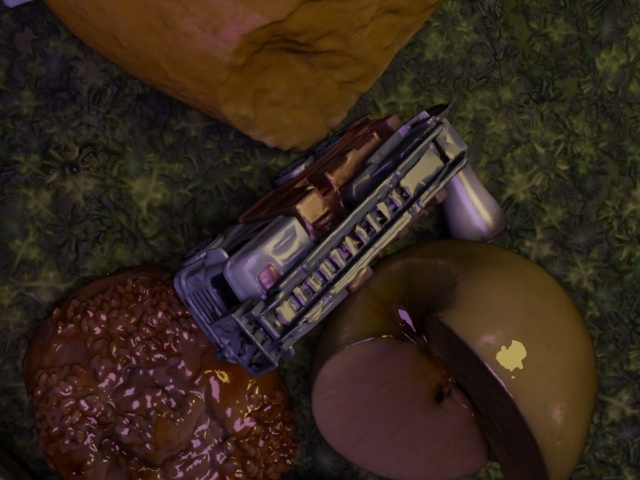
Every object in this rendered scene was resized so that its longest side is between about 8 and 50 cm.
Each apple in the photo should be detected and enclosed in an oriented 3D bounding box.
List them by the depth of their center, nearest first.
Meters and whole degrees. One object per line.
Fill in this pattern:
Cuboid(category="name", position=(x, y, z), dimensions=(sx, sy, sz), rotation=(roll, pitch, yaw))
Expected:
Cuboid(category="apple", position=(0.154, 0.130, 1.307), dimensions=(0.258, 0.295, 0.233), rotation=(48, 49, -32))

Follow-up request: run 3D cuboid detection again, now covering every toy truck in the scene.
Cuboid(category="toy truck", position=(0.000, 0.000, 1.236), dimensions=(0.338, 0.184, 0.133), rotation=(-42, 104, -30))

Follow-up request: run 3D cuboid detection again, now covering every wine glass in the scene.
Cuboid(category="wine glass", position=(0.149, -0.070, 1.368), dimensions=(0.072, 0.072, 0.155), rotation=(-29, 102, -5))

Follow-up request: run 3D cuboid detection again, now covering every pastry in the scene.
Cuboid(category="pastry", position=(-0.166, 0.179, 1.292), dimensions=(0.311, 0.162, 0.255), rotation=(46, 78, -15))

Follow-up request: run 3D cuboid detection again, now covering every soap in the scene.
Cuboid(category="soap", position=(-0.080, -0.267, 1.205), dimensions=(0.427, 0.115, 0.306), rotation=(30, 116, -29))

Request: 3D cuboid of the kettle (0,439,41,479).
Cuboid(category="kettle", position=(-0.381, 0.363, 1.245), dimensions=(0.324, 0.228, 0.321), rotation=(47, 73, -21))

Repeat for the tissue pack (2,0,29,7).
Cuboid(category="tissue pack", position=(-0.271, -0.377, 1.183), dimensions=(0.177, 0.089, 0.263), rotation=(-21, 132, -7))

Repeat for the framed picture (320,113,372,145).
Cuboid(category="framed picture", position=(0.048, -0.088, 1.378), dimensions=(0.066, 0.006, 0.089), rotation=(-32, 102, -4))
